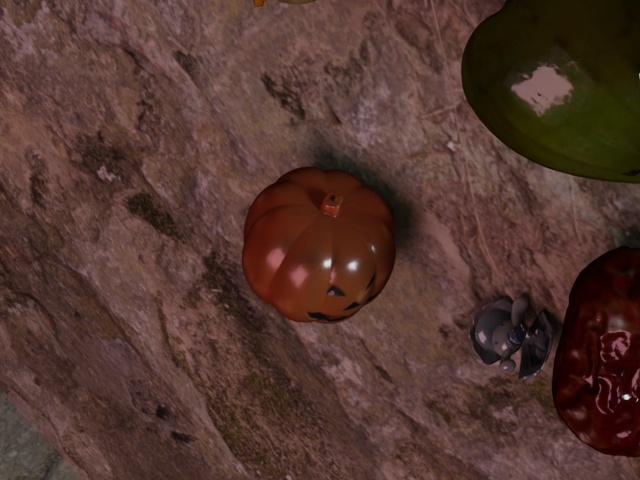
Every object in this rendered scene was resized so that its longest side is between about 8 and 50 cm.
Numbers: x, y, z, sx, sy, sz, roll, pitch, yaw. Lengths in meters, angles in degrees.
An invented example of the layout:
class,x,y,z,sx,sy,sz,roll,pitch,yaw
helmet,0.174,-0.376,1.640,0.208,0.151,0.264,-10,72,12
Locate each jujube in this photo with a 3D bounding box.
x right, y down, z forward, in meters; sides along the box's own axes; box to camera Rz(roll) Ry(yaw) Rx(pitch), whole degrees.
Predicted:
class,x,y,z,sx,sy,sz,roll,pitch,yaw
jujube,0.318,0.116,1.430,0.155,0.155,0.230,24,140,31

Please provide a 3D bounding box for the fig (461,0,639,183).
class,x,y,z,sx,sy,sz,roll,pitch,yaw
fig,0.244,-0.133,1.194,0.225,0.203,0.203,52,148,4

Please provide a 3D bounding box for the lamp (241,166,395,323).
class,x,y,z,sx,sy,sz,roll,pitch,yaw
lamp,0.000,0.000,1.633,0.187,0.187,0.164,37,142,14

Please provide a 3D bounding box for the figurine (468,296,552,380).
class,x,y,z,sx,sy,sz,roll,pitch,yaw
figurine,0.226,0.111,1.598,0.082,0.094,0.086,14,-173,-18

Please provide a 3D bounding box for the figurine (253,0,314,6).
class,x,y,z,sx,sy,sz,roll,pitch,yaw
figurine,-0.028,-0.357,1.334,0.180,0.154,0.262,25,126,44
